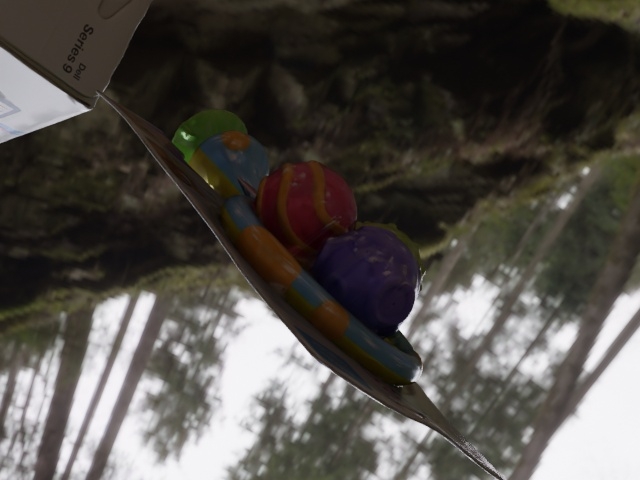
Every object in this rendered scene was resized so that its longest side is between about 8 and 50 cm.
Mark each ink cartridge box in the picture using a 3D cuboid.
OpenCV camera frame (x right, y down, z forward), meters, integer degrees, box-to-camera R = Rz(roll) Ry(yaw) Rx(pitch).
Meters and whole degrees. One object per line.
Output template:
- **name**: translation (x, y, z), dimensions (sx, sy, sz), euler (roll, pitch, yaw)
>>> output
- **ink cartridge box**: translation (-0.196, -0.153, 0.946), dimensions (0.093, 0.212, 0.154), euler (36, -114, -30)

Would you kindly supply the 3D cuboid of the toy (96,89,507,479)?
- **toy**: translation (0.000, 0.000, 0.635), dimensions (0.137, 0.056, 0.237), euler (36, -175, -40)
